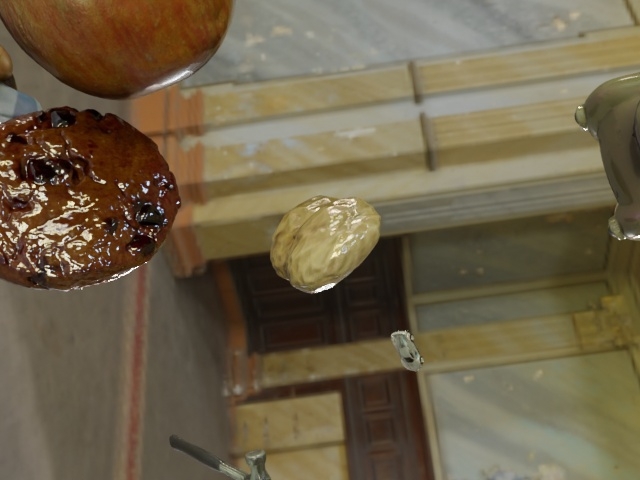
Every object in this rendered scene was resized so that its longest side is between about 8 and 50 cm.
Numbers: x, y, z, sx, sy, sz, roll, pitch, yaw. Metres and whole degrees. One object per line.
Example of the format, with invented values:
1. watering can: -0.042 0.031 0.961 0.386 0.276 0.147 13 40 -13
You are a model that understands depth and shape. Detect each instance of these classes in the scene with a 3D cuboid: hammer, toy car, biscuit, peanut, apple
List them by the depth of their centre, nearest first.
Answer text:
1. biscuit: -0.215 -0.038 0.826 0.049 0.192 0.192 113 -25 -55
2. apple: -0.180 -0.228 0.846 0.211 0.211 0.188 -95 166 -58
3. toy car: 0.509 -0.148 1.342 0.336 0.226 0.242 -28 -109 48
4. hammer: -0.148 0.327 1.402 0.246 0.029 0.103 6 -70 51
5. peanut: 0.000 0.000 1.699 0.110 0.197 0.233 49 -12 -20
6. toy car: 0.164 0.210 1.836 0.025 0.041 0.093 -49 121 -50

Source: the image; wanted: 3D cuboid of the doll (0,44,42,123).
1. doll: -0.474 -0.129 1.291 0.340 0.318 0.209 56 25 -16
